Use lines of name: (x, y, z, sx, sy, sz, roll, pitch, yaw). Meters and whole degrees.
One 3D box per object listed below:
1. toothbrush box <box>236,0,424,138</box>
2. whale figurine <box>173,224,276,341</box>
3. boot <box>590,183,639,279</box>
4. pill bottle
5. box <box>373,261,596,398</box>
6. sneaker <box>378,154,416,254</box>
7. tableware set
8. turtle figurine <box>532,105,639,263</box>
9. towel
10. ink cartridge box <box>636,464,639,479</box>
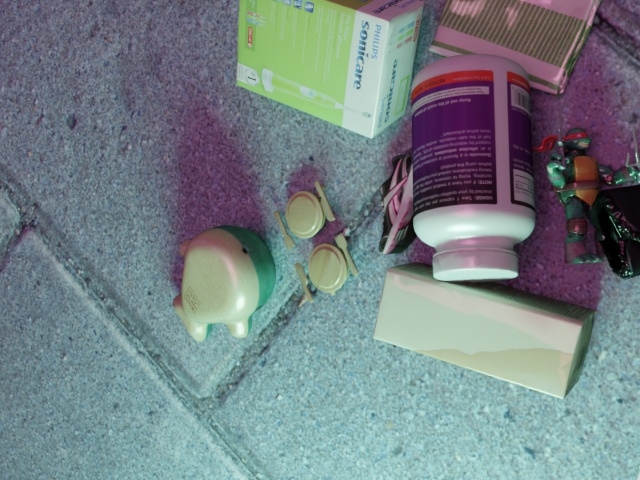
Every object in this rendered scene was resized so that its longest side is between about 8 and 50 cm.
toothbrush box: (0.008, -0.324, 1.368, 0.283, 0.122, 0.206, 26, 131, 24)
whale figurine: (-0.181, 0.083, 1.538, 0.216, 0.141, 0.272, 54, 137, 14)
boot: (0.486, -0.079, 1.150, 0.207, 0.094, 0.246, -9, 94, -10)
pill bottle: (0.229, -0.104, 1.245, 0.182, 0.181, 0.322, -5, 77, 26)
box: (0.257, 0.132, 1.300, 0.311, 0.148, 0.121, 15, 100, 26)
sneaker: (0.133, -0.063, 1.401, 0.077, 0.072, 0.178, 24, 95, 35)
tableware set: (0.000, 0.000, 1.478, 0.128, 0.039, 0.194, -33, 72, 36)
turtle figurine: (0.404, -0.086, 1.235, 0.175, 0.118, 0.234, -7, 92, -14)
towel: (0.330, -0.417, 1.291, 0.248, 0.038, 0.324, 25, 104, 24)
ink cartridge box: (0.542, 0.303, 1.214, 0.104, 0.060, 0.180, 20, 101, 23)
